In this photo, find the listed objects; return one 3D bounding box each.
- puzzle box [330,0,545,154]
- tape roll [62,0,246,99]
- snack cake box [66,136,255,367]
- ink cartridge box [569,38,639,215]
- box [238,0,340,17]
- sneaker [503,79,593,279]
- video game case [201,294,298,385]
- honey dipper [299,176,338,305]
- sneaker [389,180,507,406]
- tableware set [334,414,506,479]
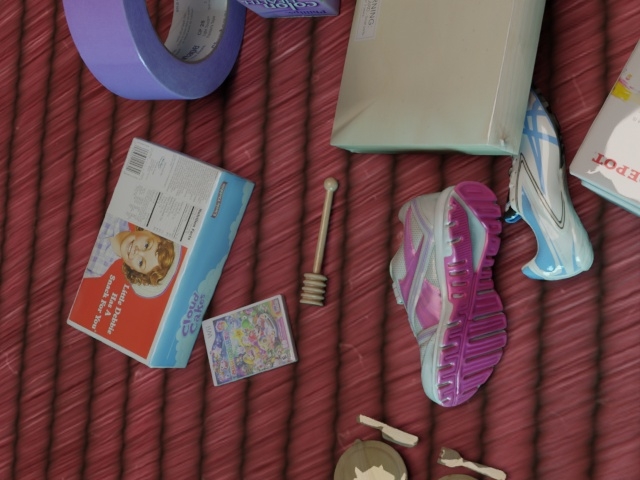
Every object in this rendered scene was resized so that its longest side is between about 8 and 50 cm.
[{"bbox_3d":[0.148,-0.300,1.211,0.272,0.052,0.409,8,86,54],"label":"puzzle box"},{"bbox_3d":[-0.200,-0.314,1.324,0.090,0.275,0.275,3,84,28],"label":"tape roll"},{"bbox_3d":[-0.208,0.016,1.382,0.152,0.089,0.264,22,93,26],"label":"snack cake box"},{"bbox_3d":[0.390,-0.117,1.052,0.171,0.168,0.233,32,97,28],"label":"ink cartridge box"},{"bbox_3d":[-0.067,-0.412,1.289,0.117,0.243,0.214,4,85,28],"label":"box"},{"bbox_3d":[0.235,-0.072,1.171,0.086,0.085,0.237,-14,75,14],"label":"sneaker"},{"bbox_3d":[-0.091,0.127,1.348,0.122,0.011,0.087,-20,74,23],"label":"video game case"},{"bbox_3d":[0.000,0.000,1.313,0.030,0.030,0.161,4,82,27],"label":"honey dipper"},{"bbox_3d":[0.139,0.059,1.200,0.111,0.103,0.252,5,93,52],"label":"sneaker"},{"bbox_3d":[0.108,0.292,1.208,0.194,0.039,0.128,18,79,22],"label":"tableware set"}]
